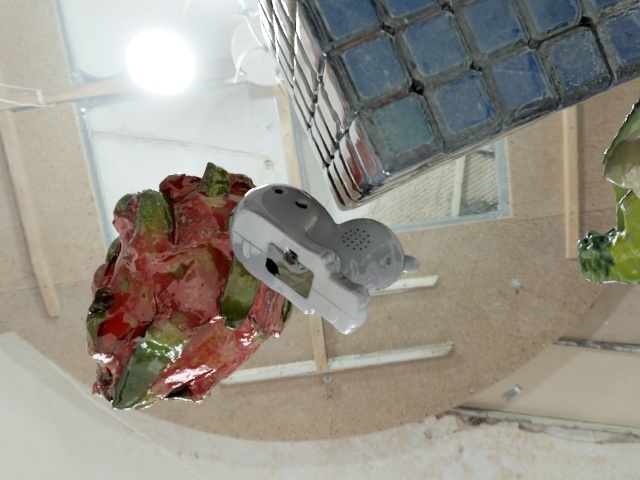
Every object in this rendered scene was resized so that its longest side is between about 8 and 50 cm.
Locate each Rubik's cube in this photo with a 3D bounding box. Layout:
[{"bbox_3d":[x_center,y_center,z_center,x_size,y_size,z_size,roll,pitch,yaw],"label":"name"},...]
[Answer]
[{"bbox_3d":[0.090,-0.183,0.443,0.237,0.238,0.237,-23,-89,-4],"label":"Rubik's cube"}]

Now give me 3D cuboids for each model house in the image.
[{"bbox_3d":[0.371,-0.063,0.510,0.194,0.170,0.211,-5,-90,-24],"label":"model house"}]

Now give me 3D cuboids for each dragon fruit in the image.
[{"bbox_3d":[-0.156,0.058,0.598,0.237,0.231,0.302,25,-99,18],"label":"dragon fruit"}]

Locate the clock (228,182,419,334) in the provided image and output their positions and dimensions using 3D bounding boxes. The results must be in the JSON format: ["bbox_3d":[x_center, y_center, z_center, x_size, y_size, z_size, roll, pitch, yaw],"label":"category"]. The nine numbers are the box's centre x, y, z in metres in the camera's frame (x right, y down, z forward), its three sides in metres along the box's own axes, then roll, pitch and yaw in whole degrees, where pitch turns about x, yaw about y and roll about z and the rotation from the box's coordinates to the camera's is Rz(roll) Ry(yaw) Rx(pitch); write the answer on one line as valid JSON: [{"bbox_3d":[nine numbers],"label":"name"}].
[{"bbox_3d":[0.000,0.001,0.480,0.176,0.117,0.080,33,-50,23],"label":"clock"}]

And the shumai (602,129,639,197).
[{"bbox_3d":[0.257,-0.066,0.337,0.145,0.116,0.145,-2,-83,-17],"label":"shumai"}]
